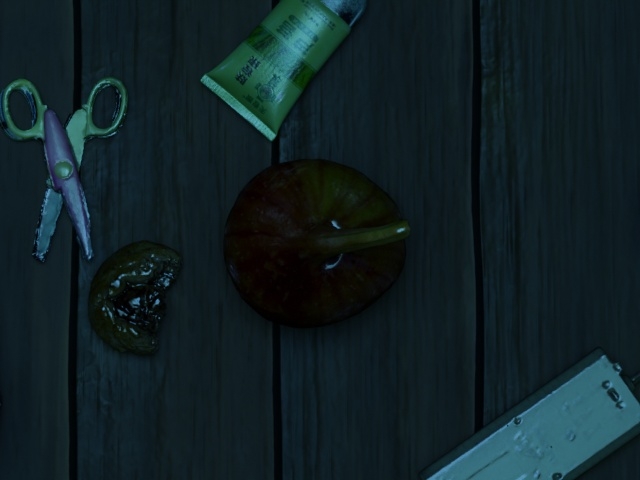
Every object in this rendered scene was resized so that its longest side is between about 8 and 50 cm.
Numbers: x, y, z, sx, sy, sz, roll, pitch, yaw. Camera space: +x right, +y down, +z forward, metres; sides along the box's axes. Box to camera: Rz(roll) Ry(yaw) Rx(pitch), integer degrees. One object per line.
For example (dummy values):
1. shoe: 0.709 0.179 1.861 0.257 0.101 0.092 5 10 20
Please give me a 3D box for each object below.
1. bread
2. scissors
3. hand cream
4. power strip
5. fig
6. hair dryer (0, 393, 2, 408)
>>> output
1. bread: -0.184 0.053 1.741 0.082 0.060 0.113 12 86 0
2. scissors: -0.255 -0.071 1.775 0.134 0.020 0.187 -2 82 5
3. hand cream: -0.028 -0.194 1.768 0.095 0.046 0.175 41 88 2
4. power strip: 0.221 0.191 1.727 0.268 0.034 0.092 -35 84 -2
5. fig: -0.007 0.002 1.668 0.175 0.207 0.175 0 92 1
6. hair dryer: -0.478 0.099 1.666 0.361 0.121 0.301 1 80 -23
